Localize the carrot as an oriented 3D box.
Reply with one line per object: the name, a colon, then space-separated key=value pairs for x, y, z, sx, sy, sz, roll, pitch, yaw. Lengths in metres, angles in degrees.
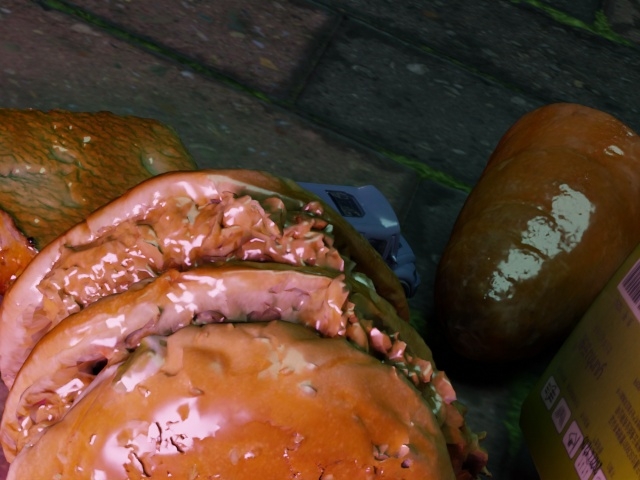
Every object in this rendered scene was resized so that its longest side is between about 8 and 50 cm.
carrot: x=0.150 y=0.014 z=1.360 sx=0.159 sy=0.159 sz=0.225 roll=33 pitch=41 yaw=16

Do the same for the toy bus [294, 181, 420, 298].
toy bus: x=0.000 y=0.000 z=1.318 sx=0.167 sy=0.076 sz=0.073 roll=3 pitch=36 yaw=-33

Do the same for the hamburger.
hamburger: x=-0.039 y=0.092 z=0.955 sx=0.260 sy=0.245 sz=0.211 roll=8 pitch=44 yaw=-14

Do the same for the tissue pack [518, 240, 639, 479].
tissue pack: x=0.250 y=0.124 z=1.094 sx=0.167 sy=0.200 sz=0.274 roll=30 pitch=13 yaw=-13

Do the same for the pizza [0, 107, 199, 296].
pizza: x=-0.186 y=-0.019 z=1.204 sx=0.229 sy=0.081 sz=0.289 roll=26 pitch=28 yaw=-9
